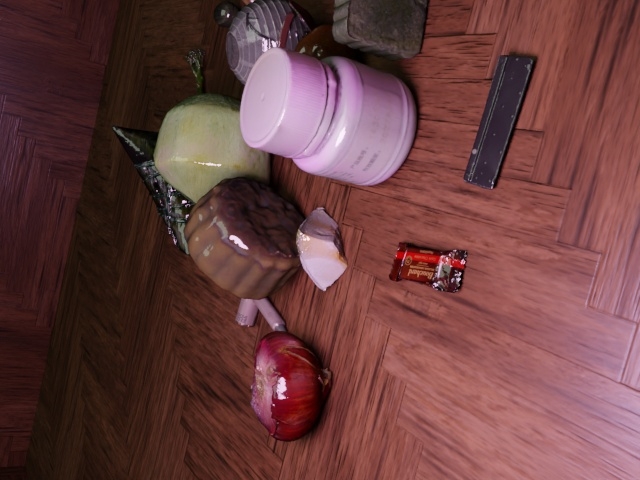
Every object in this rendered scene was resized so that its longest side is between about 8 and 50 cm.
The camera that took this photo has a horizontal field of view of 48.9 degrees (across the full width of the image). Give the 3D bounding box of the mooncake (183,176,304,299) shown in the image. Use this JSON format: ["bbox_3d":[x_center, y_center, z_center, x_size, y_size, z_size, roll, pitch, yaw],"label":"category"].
[{"bbox_3d":[-0.166,-0.016,1.645,0.161,0.290,0.290,-45,47,34],"label":"mooncake"}]

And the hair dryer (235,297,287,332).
[{"bbox_3d":[-0.128,0.153,1.754,0.220,0.054,0.195,31,107,54],"label":"hair dryer"}]

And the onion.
[{"bbox_3d":[-0.073,0.317,1.536,0.248,0.161,0.248,-44,38,49],"label":"onion"}]

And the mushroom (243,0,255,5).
[{"bbox_3d":[-0.221,-0.806,2.110,0.072,0.094,0.209,-32,52,52],"label":"mushroom"}]

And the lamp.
[{"bbox_3d":[-0.113,-0.482,1.742,0.265,0.233,0.233,102,157,-53],"label":"lamp"}]

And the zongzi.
[{"bbox_3d":[-0.444,-0.186,2.050,0.319,0.362,0.383,-143,64,-73],"label":"zongzi"}]

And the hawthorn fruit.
[{"bbox_3d":[0.028,-0.432,1.622,0.189,0.149,0.149,-45,27,-20],"label":"hawthorn fruit"}]

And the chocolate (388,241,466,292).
[{"bbox_3d":[0.198,0.049,1.317,0.182,0.028,0.086,5,79,55],"label":"chocolate"}]

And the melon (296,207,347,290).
[{"bbox_3d":[-0.005,0.000,1.564,0.093,0.139,0.202,-21,60,28],"label":"melon"}]

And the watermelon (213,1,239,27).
[{"bbox_3d":[-0.295,-0.707,2.204,0.111,0.078,0.078,18,97,57],"label":"watermelon"}]

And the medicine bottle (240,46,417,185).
[{"bbox_3d":[0.014,-0.250,1.417,0.241,0.302,0.241,-20,65,53],"label":"medicine bottle"}]

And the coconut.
[{"bbox_3d":[-0.278,-0.216,1.853,0.281,0.328,0.328,-12,72,44],"label":"coconut"}]

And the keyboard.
[{"bbox_3d":[0.310,-0.204,1.221,0.072,0.023,0.231,26,104,48],"label":"keyboard"}]

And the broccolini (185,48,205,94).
[{"bbox_3d":[-0.413,-0.548,2.354,0.058,0.067,0.216,79,-178,-65],"label":"broccolini"}]

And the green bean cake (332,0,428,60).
[{"bbox_3d":[0.119,-0.472,1.425,0.094,0.185,0.183,11,92,59],"label":"green bean cake"}]
